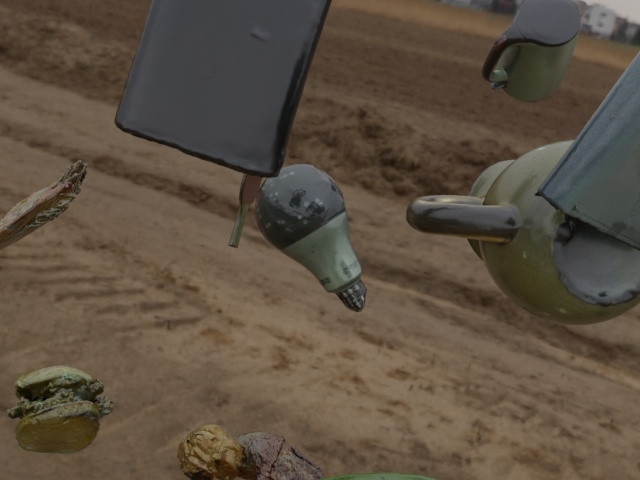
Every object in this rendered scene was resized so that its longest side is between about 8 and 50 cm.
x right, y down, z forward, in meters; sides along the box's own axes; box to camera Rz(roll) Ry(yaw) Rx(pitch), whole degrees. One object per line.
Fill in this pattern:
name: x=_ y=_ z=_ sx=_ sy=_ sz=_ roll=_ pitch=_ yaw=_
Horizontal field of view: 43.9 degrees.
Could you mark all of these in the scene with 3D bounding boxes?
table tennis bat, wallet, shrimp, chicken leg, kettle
table tennis bat: x=-0.158 y=-0.104 z=1.727 sx=0.022 sy=0.247 sz=0.138 roll=16 pitch=1 yaw=9
wallet: x=0.365 y=-0.109 z=0.818 sx=0.290 sy=0.251 sz=0.054 roll=17 pitch=21 yaw=-48
shrimp: x=-0.425 y=-0.051 z=1.188 sx=0.053 sy=0.133 sz=0.236 roll=49 pitch=53 yaw=-4
wallet: x=-0.103 y=-0.303 z=1.040 sx=0.228 sy=0.406 sz=0.062 roll=18 pitch=1 yaw=-9
chicken leg: x=-0.126 y=0.482 z=1.625 sx=0.322 sy=0.083 sz=0.177 roll=36 pitch=52 yaw=12
kettle: x=0.495 y=-0.447 z=1.883 sx=0.240 sy=0.165 sz=0.255 roll=-24 pitch=-16 yaw=-4

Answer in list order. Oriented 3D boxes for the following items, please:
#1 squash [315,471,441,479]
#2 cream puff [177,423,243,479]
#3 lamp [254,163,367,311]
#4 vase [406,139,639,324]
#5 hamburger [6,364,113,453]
squash: x=0.083 y=0.410 z=1.262 sx=0.292 sy=0.082 sz=0.082 roll=1 pitch=20 yaw=-8
cream puff: x=-0.211 y=0.408 z=1.492 sx=0.133 sy=0.119 sz=0.104 roll=-4 pitch=51 yaw=26
lamp: x=-0.003 y=-0.007 z=1.551 sx=0.182 sy=0.182 sz=0.314 roll=-15 pitch=66 yaw=-53
vase: x=0.277 y=-0.024 z=1.089 sx=0.329 sy=0.241 sz=0.302 roll=5 pitch=9 yaw=-13
hamburger: x=-0.453 y=0.290 z=1.404 sx=0.184 sy=0.159 sz=0.131 roll=12 pitch=45 yaw=-33
